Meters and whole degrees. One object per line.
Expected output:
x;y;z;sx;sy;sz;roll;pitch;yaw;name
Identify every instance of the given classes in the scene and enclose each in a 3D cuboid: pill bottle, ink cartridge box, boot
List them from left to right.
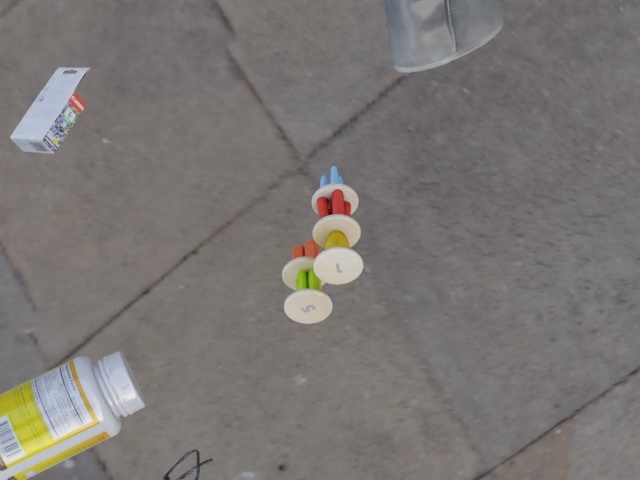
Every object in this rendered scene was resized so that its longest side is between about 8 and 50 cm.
-0.321;-0.159;1.446;0.062;0.029;0.115;7;59;38;ink cartridge box
-0.346;0.230;1.581;0.215;0.117;0.117;-25;78;-6;pill bottle
0.051;-0.218;0.879;0.189;0.209;0.076;-19;48;-13;boot

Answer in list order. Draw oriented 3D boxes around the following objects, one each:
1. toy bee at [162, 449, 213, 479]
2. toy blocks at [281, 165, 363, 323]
-0.165;0.432;1.569;0.162;0.298;0.195;50;141;-15;toy bee
0.000;0.000;1.310;0.123;0.054;0.148;-54;26;37;toy blocks
